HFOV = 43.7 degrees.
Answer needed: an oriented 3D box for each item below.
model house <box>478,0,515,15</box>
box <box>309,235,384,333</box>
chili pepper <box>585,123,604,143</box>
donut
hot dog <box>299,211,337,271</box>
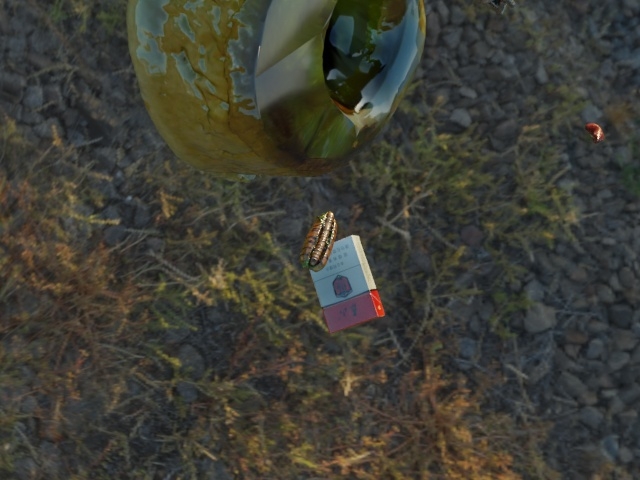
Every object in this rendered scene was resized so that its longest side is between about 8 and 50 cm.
[{"bbox_3d":[0.402,-0.615,1.792,0.188,0.122,0.229,16,89,-59],"label":"model house"},{"bbox_3d":[0.042,0.079,1.427,0.048,0.100,0.152,7,63,-64],"label":"box"},{"bbox_3d":[0.578,-0.225,1.676,0.045,0.027,0.178,60,20,-1],"label":"chili pepper"},{"bbox_3d":[-0.008,-0.190,0.683,0.330,0.159,0.330,-48,147,-46],"label":"donut"},{"bbox_3d":[0.000,0.000,1.278,0.049,0.037,0.122,30,50,-14],"label":"hot dog"}]
